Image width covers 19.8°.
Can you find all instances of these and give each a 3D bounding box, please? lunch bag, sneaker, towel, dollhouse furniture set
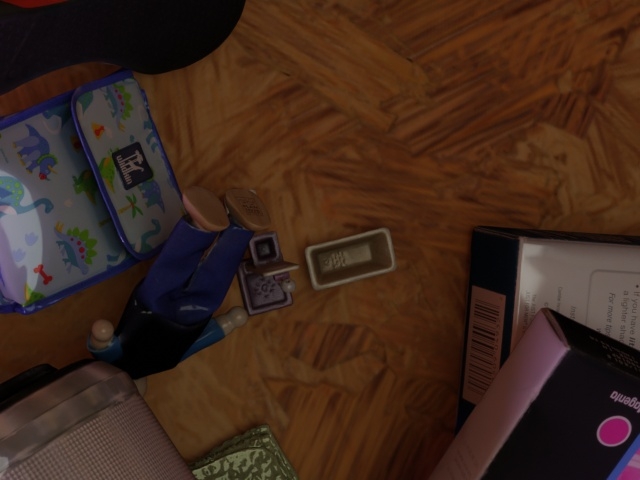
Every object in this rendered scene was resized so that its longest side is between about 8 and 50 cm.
[{"bbox_3d":[-0.169,-0.034,1.241,0.151,0.096,0.129,-25,99,-27],"label":"lunch bag"},{"bbox_3d":[-0.185,-0.173,1.223,0.270,0.145,0.090,-18,138,-43],"label":"sneaker"},{"bbox_3d":[-0.078,0.207,1.308,0.148,0.027,0.110,-26,100,-13],"label":"towel"},{"bbox_3d":[0.000,0.000,1.288,0.114,0.081,0.091,-14,97,-14],"label":"dollhouse furniture set"}]

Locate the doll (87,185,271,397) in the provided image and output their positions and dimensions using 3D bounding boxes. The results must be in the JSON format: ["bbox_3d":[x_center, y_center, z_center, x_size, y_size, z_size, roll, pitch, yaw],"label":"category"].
[{"bbox_3d":[-0.099,0.048,1.242,0.129,0.046,0.189,1,132,-45],"label":"doll"}]

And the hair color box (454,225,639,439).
[{"bbox_3d":[0.282,0.088,1.355,0.347,0.105,0.174,4,94,-15],"label":"hair color box"}]

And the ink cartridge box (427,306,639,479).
[{"bbox_3d":[0.133,0.235,1.272,0.175,0.069,0.371,24,111,-23],"label":"ink cartridge box"}]

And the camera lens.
[{"bbox_3d":[-0.158,0.230,1.165,0.219,0.219,0.274,-33,86,-11],"label":"camera lens"}]
